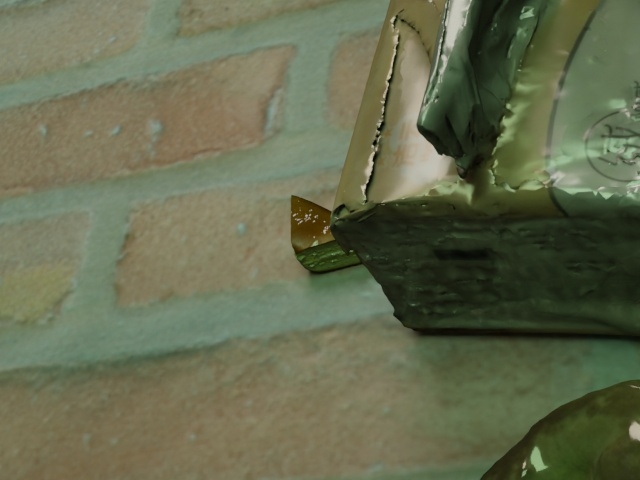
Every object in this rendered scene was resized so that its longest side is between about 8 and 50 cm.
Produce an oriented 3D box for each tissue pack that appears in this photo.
[{"bbox_3d":[0.137,-0.123,0.741,0.239,0.238,0.305,-1,57,28],"label":"tissue pack"}]

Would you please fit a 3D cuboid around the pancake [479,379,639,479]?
[{"bbox_3d":[0.142,0.215,0.568,0.295,0.049,0.294,-22,52,31],"label":"pancake"}]

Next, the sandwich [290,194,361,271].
[{"bbox_3d":[0.000,0.000,0.855,0.083,0.031,0.044,27,68,42],"label":"sandwich"}]
